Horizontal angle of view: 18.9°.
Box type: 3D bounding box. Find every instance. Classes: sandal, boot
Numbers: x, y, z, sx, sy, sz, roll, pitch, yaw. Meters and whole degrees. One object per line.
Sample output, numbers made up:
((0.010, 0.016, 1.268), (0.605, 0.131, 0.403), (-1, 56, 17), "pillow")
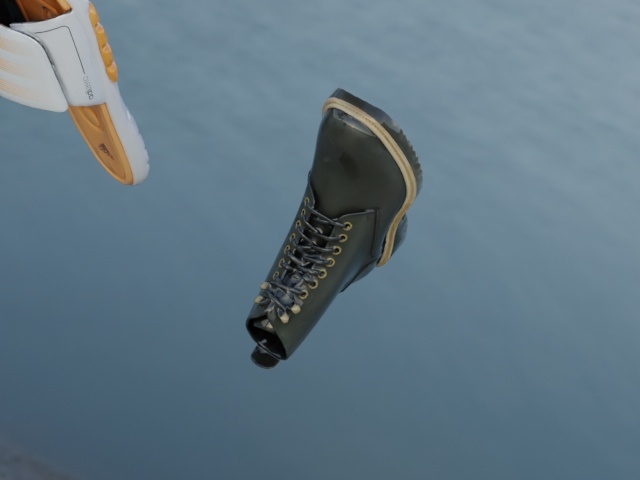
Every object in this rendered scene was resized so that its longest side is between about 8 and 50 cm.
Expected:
((-0.198, -0.117, 1.403), (0.076, 0.265, 0.102), (-41, 48, -19), "sandal")
((0.000, 0.000, 1.292), (0.077, 0.198, 0.137), (32, 67, 23), "boot")
